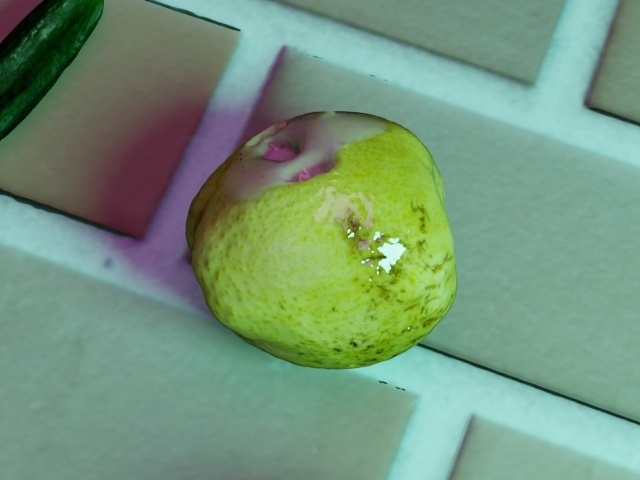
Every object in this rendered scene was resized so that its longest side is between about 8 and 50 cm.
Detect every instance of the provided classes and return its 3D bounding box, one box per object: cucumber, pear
[{"bbox_3d":[-0.242,-0.083,1.108,0.056,0.056,0.284,34,67,15],"label":"cucumber"},{"bbox_3d":[0.000,0.000,1.011,0.178,0.178,0.178,1,63,-1],"label":"pear"}]
